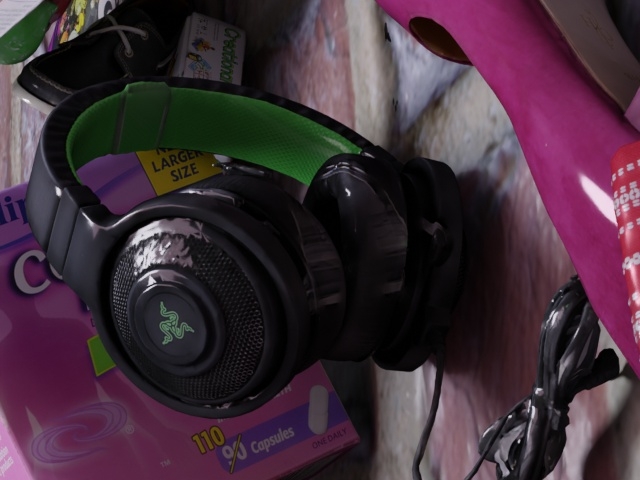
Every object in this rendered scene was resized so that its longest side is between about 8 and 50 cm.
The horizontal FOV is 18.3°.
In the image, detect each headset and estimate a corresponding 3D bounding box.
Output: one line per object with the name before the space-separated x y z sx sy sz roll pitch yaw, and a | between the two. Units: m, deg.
headset | 0.000 0.000 1.130 0.394 0.243 0.185 43 128 35

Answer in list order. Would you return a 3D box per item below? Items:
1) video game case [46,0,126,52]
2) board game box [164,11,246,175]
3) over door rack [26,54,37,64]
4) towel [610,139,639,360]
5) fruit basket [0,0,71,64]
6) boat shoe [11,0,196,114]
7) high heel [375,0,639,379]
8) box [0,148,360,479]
video game case | -0.186 -0.196 1.777 0.210 0.042 0.232 -113 39 -50
board game box | -0.134 -0.002 1.541 0.193 0.053 0.305 -88 20 -56
over door rack | -0.313 -0.197 1.880 0.239 0.108 0.324 117 173 -62
towel | 0.221 0.050 0.778 0.199 0.031 0.275 -24 57 29
fruit basket | -0.198 -0.225 1.523 0.353 0.165 0.327 -50 24 -11
boat shoe | -0.166 -0.148 1.552 0.233 0.084 0.079 -35 -27 -62
high heel | 0.099 -0.060 1.030 0.377 0.127 0.181 31 101 59
box | -0.132 0.078 1.284 0.243 0.213 0.117 63 151 11
